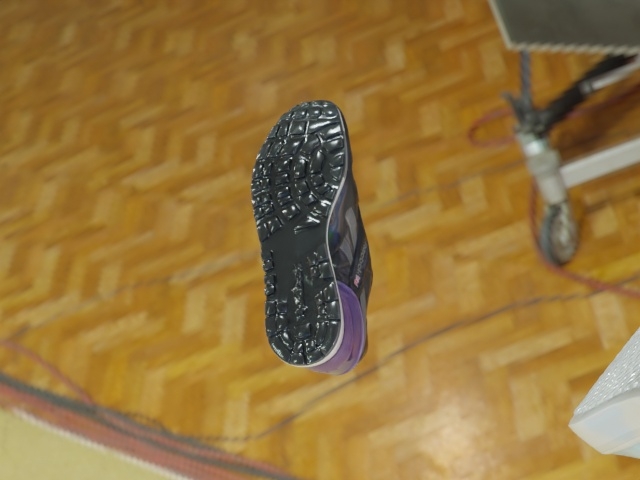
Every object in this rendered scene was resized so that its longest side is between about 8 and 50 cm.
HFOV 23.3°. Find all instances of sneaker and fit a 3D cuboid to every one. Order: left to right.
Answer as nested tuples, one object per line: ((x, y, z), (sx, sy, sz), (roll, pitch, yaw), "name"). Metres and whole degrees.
((0.000, 0.000, 1.613), (0.107, 0.124, 0.283), (-5, 75, 26), "sneaker")
((0.274, 0.123, 1.049), (0.135, 0.150, 0.366), (-48, -3, -5), "sneaker")
